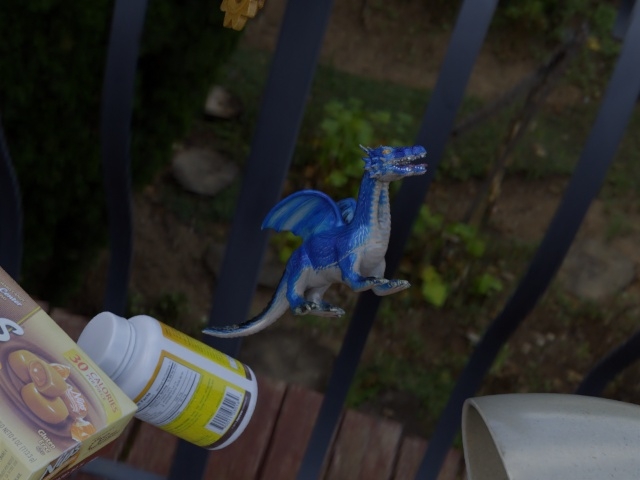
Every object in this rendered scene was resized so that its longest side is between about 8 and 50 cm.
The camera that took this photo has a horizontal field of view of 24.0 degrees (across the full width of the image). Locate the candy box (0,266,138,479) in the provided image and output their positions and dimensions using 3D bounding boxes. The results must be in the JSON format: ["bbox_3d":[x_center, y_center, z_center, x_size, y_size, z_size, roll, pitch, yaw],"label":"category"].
[{"bbox_3d":[-0.371,0.128,1.622,0.316,0.087,0.183,43,31,12],"label":"candy box"}]

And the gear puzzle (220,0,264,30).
[{"bbox_3d":[-0.030,-0.362,1.457,0.044,0.175,0.339,18,82,-27],"label":"gear puzzle"}]

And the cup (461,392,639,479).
[{"bbox_3d":[0.311,0.304,1.629,0.237,0.331,0.331,-14,49,-5],"label":"cup"}]

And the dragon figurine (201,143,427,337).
[{"bbox_3d":[0.000,0.000,1.517,0.085,0.289,0.144,6,64,-53],"label":"dragon figurine"}]

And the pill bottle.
[{"bbox_3d":[-0.189,0.166,1.824,0.215,0.117,0.117,31,35,-32],"label":"pill bottle"}]
